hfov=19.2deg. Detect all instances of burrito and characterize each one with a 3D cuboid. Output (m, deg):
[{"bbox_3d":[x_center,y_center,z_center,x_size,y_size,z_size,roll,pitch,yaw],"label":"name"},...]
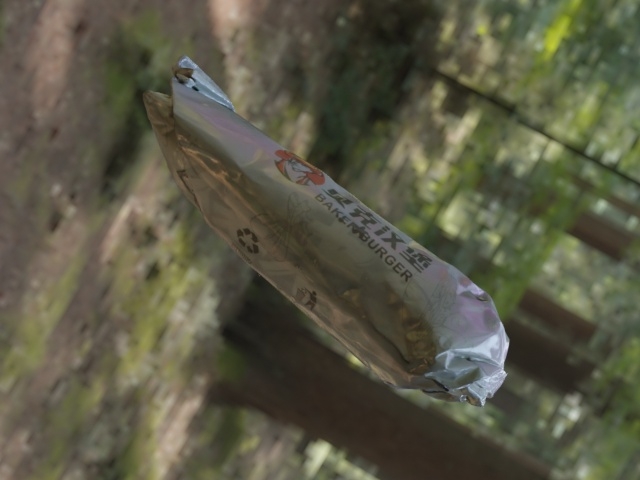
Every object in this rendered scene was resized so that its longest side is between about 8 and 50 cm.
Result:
[{"bbox_3d":[-0.001,0.000,0.828,0.064,0.203,0.064,-46,165,-16],"label":"burrito"}]
